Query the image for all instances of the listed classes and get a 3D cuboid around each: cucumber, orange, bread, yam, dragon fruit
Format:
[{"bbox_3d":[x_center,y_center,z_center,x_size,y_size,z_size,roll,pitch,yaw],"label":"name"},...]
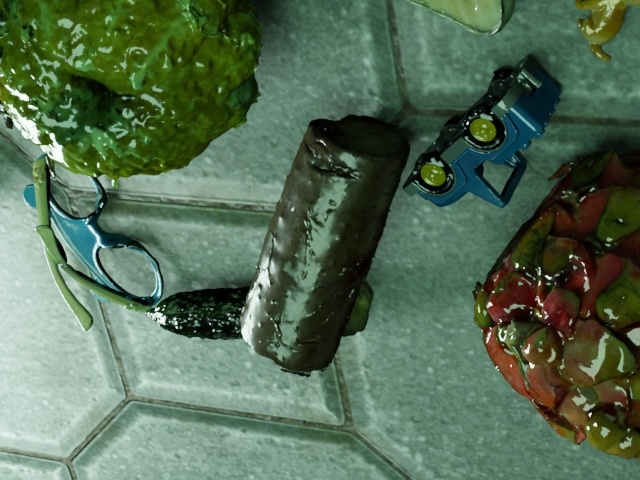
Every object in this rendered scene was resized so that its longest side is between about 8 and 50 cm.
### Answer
[{"bbox_3d":[-0.080,0.086,1.839,0.300,0.072,0.072,-3,122,29],"label":"cucumber"},{"bbox_3d":[-0.204,-0.193,1.585,0.301,0.223,0.300,-4,124,13],"label":"orange"},{"bbox_3d":[0.092,-0.288,1.461,0.172,0.064,0.232,-4,136,49],"label":"bread"},{"bbox_3d":[-0.001,0.000,1.659,0.131,0.131,0.279,24,114,10],"label":"yam"},{"bbox_3d":[0.300,0.097,1.522,0.296,0.263,0.314,31,131,3],"label":"dragon fruit"}]

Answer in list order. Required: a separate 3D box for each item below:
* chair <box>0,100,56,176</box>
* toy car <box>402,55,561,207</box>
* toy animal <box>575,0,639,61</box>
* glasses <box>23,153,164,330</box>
[{"bbox_3d":[-0.407,-0.207,1.702,0.170,0.160,0.325,43,146,38],"label":"chair"},{"bbox_3d":[0.176,-0.097,1.553,0.100,0.097,0.191,42,132,-7],"label":"toy car"},{"bbox_3d":[0.288,-0.218,1.436,0.083,0.060,0.081,-14,76,35],"label":"toy animal"},{"bbox_3d":[-0.276,0.013,1.837,0.102,0.207,0.239,-32,111,2],"label":"glasses"}]
